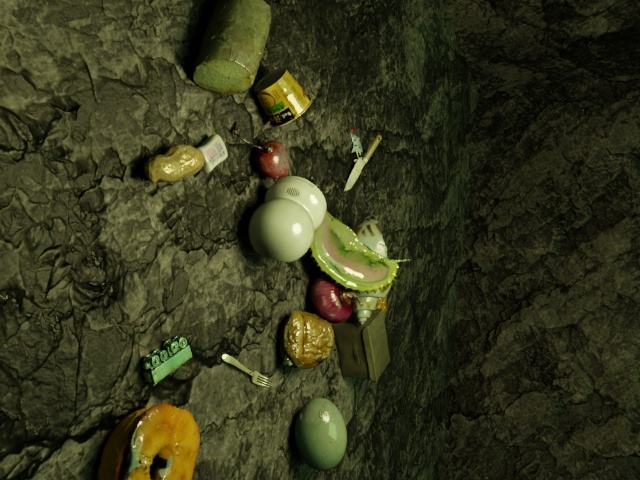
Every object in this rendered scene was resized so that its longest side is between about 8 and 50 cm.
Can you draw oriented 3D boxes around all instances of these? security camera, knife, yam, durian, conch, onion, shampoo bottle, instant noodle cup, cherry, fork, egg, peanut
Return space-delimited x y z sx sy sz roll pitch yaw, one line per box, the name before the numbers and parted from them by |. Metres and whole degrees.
security camera | -0.102 -0.048 1.589 0.194 0.194 0.236 67 33 -35
knife | 0.163 -0.307 2.179 0.047 0.017 0.298 47 67 -41
yam | -0.221 -0.510 1.423 0.161 0.161 0.268 43 52 -52
durian | 0.100 0.054 1.825 0.355 0.169 0.157 31 45 -12
conch | 0.162 0.105 2.014 0.197 0.249 0.368 -16 75 -19
onion | 0.041 0.196 1.895 0.177 0.153 0.177 22 41 -20
shampoo bottle | -0.285 -0.219 1.418 0.099 0.043 0.072 -55 135 -45
instant noodle cup | -0.118 -0.424 1.628 0.122 0.151 0.151 50 47 -33
cherry | -0.164 -0.265 1.598 0.225 0.090 0.107 51 58 -36
fork | -0.216 0.369 1.569 0.219 0.028 0.034 46 59 -46
egg | 0.001 0.628 1.798 0.169 0.169 0.237 -22 103 -59
peanut | -0.341 -0.180 1.288 0.174 0.080 0.080 -35 120 -53

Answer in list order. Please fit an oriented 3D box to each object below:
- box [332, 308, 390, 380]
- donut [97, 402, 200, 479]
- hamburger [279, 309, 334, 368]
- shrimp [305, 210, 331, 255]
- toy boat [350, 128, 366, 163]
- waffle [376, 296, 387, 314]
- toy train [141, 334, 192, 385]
box | 0.158 0.390 2.096 0.155 0.149 0.231 -40 124 -54
donut | -0.366 0.481 1.204 0.253 0.118 0.253 -7 98 -58
hamburger | -0.042 0.318 1.769 0.206 0.130 0.183 20 71 -57
shrimp | 0.000 0.000 1.924 0.219 0.046 0.152 -60 136 -42
toy boat | 0.149 -0.367 2.214 0.105 0.034 0.149 -5 82 -58
waffle | 0.229 0.230 2.327 0.245 0.052 0.254 -19 106 -60
toy train | -0.358 0.275 1.296 0.148 0.038 0.071 -34 122 -56
